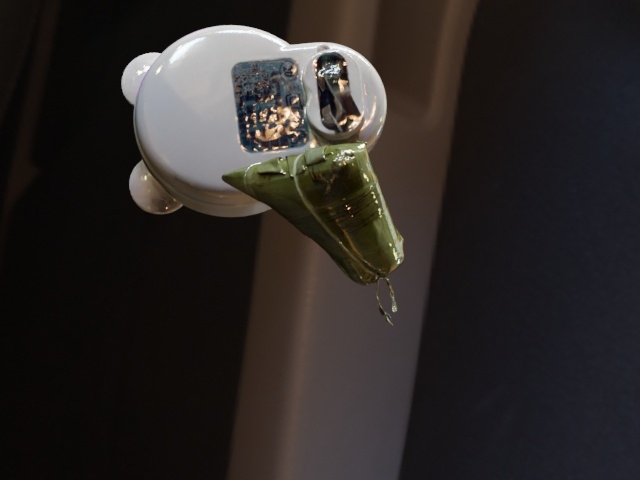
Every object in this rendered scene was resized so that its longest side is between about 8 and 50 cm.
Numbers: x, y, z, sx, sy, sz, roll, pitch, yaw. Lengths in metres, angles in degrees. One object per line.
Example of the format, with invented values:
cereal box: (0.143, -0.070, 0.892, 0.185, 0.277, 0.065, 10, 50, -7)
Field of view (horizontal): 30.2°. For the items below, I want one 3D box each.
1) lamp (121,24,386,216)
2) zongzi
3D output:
lamp: (-0.060, -0.112, 1.111, 0.108, 0.246, 0.179, 69, 14, -79)
zongzi: (0.000, 0.000, 0.957, 0.154, 0.130, 0.062, 68, 30, -19)
